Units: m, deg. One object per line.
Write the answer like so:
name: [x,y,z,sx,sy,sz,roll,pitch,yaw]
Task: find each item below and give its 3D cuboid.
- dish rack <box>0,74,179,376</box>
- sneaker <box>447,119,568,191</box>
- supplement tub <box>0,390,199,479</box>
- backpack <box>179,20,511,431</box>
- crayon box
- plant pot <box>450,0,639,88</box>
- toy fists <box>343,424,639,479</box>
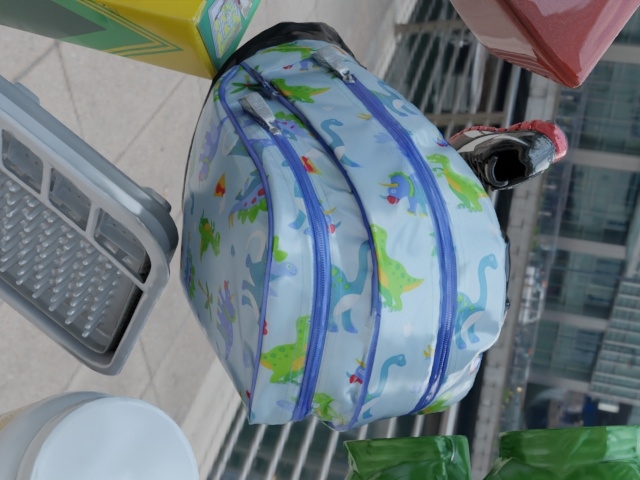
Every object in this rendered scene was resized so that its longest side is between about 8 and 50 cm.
dish rack: [-0.279,-0.013,0.804,0.072,0.285,0.333,-52,180,-39]
sneaker: [0.317,-0.154,1.449,0.135,0.276,0.097,-44,117,-32]
supplement tub: [-0.306,0.297,0.885,0.228,0.316,0.228,20,60,-39]
backpack: [0.000,0.000,0.650,0.273,0.355,0.290,-9,128,-39]
crayon box: [-0.176,-0.368,0.788,0.106,0.313,0.362,67,43,-65]
plant pot: [0.331,-0.437,1.200,0.267,0.236,0.267,-56,-150,11]
toy fists: [0.111,0.208,0.539,0.096,0.279,0.142,12,68,-43]
